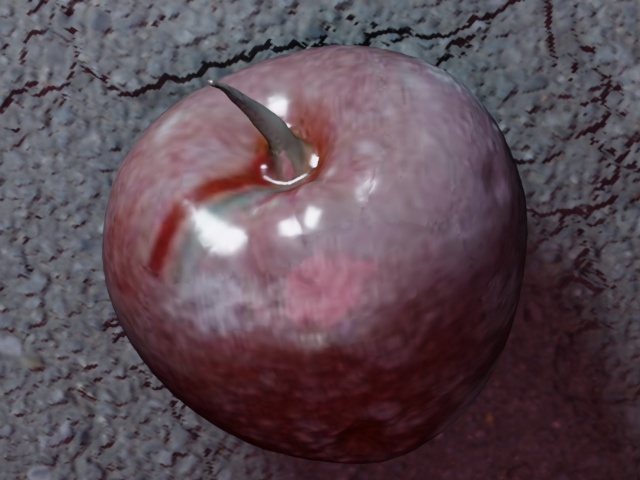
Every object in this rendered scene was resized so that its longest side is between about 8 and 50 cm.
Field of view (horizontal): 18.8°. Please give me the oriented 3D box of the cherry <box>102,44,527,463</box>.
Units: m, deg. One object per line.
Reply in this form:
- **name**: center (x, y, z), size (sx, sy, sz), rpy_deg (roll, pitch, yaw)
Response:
- **cherry**: center (0.000, 0.000, 1.093), size (0.236, 0.212, 0.285), rpy_deg (-7, 137, 25)
